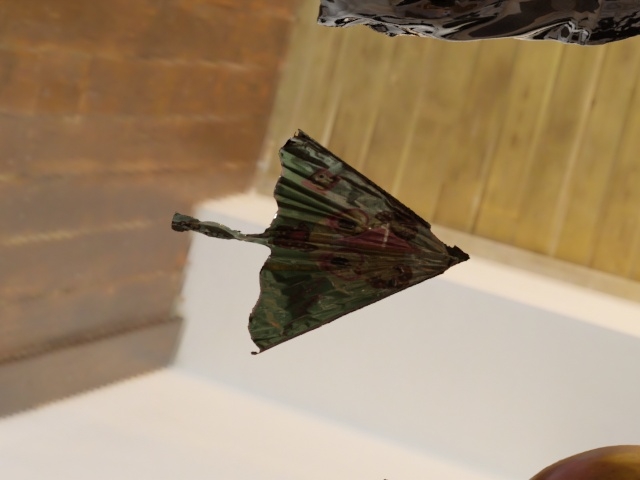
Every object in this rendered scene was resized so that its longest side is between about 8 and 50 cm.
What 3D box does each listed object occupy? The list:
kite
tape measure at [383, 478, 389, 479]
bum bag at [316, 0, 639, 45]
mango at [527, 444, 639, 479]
[{"bbox_3d":[0.000,0.000,1.460,0.323,0.268,0.013,-84,-179,-51],"label":"kite"},{"bbox_3d":[0.037,0.295,1.586,0.330,0.164,0.084,-89,-168,-61],"label":"tape measure"},{"bbox_3d":[0.150,-0.127,0.692,0.137,0.310,0.074,11,71,-85],"label":"bum bag"},{"bbox_3d":[0.332,0.303,1.445,0.446,0.300,0.232,13,82,-45],"label":"mango"}]
